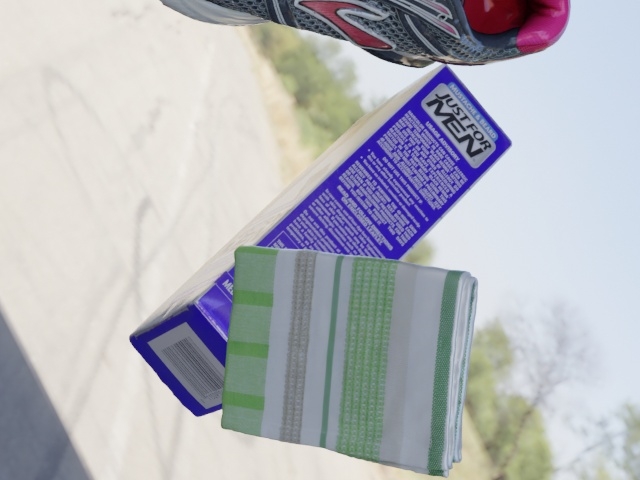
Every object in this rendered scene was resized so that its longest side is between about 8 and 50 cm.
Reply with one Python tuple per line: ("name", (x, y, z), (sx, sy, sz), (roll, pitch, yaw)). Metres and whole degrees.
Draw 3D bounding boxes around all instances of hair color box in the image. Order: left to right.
("hair color box", (0.000, 0.000, 1.287), (0.110, 0.339, 0.185), (50, -28, -6))

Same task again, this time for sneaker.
("sneaker", (0.020, -0.171, 0.817), (0.112, 0.299, 0.121), (14, -84, 49))

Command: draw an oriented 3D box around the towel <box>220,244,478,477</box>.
("towel", (0.014, 0.064, 0.803), (0.023, 0.152, 0.113), (4, 93, -59))
